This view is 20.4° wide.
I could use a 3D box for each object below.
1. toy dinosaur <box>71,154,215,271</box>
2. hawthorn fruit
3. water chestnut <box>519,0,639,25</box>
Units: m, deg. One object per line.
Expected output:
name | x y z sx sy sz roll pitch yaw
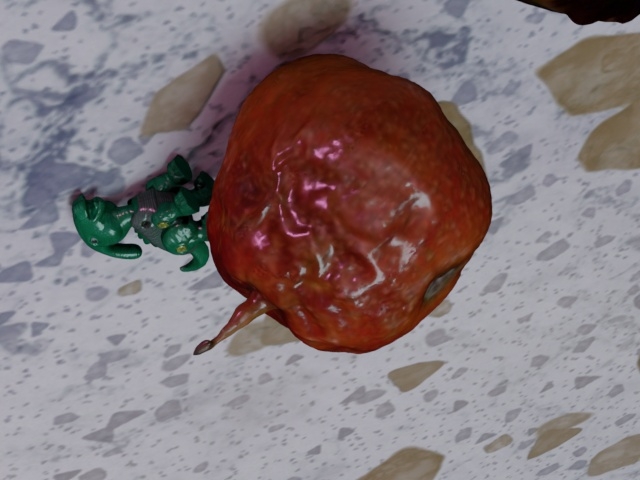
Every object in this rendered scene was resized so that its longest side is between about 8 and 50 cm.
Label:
toy dinosaur | -0.122 -0.011 1.333 0.096 0.059 0.132 -27 142 18
hawthorn fruit | 0.000 0.000 1.255 0.243 0.207 0.207 -48 153 -15
water chestnut | 0.186 -0.252 0.942 0.350 0.302 0.350 -15 147 -10
